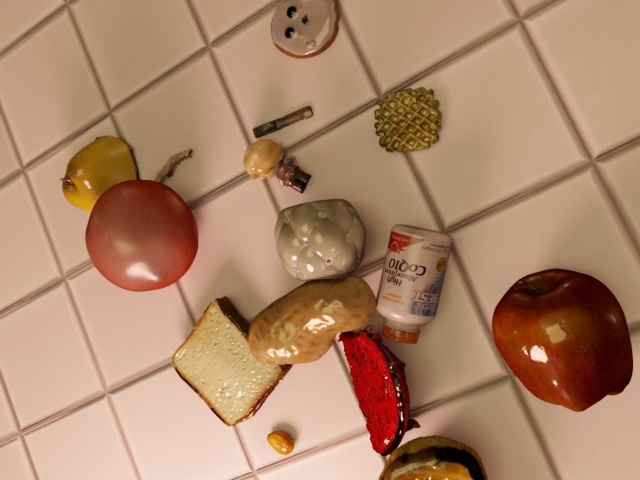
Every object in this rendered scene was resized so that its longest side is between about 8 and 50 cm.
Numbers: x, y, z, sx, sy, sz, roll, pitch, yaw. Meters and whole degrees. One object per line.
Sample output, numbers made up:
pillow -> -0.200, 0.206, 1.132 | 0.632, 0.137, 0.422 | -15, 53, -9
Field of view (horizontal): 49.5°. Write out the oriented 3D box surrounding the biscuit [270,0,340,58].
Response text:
biscuit -> -0.048, -0.600, 1.927 | 0.208, 0.049, 0.180 | -8, 87, 20

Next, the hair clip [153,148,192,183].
hair clip -> -0.474, -0.209, 2.109 | 0.072, 0.034, 0.226 | 47, 105, 16

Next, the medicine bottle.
medicine bottle -> 0.230, 0.112, 1.763 | 0.157, 0.157, 0.288 | 14, 95, 21

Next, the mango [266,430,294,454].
mango -> -0.115, 0.572, 1.966 | 0.089, 0.046, 0.060 | 15, 97, 25

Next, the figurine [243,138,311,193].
figurine -> -0.120, -0.208, 1.943 | 0.196, 0.108, 0.114 | 26, 111, 2

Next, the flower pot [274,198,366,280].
flower pot -> 0.000, 0.000, 1.813 | 0.246, 0.246, 0.195 | -12, 86, 22

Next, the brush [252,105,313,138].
brush -> -0.111, -0.336, 1.965 | 0.190, 0.027, 0.034 | -17, 86, 20

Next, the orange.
orange -> 0.268, 0.654, 1.721 | 0.271, 0.210, 0.368 | 4, 94, -1

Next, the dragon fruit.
dragon fruit -> 0.172, 0.381, 1.788 | 0.100, 0.282, 0.343 | -12, 84, -20

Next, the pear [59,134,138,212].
pear -> -0.700, -0.197, 2.127 | 0.267, 0.178, 0.266 | 1, 93, 18

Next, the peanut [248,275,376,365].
peanut -> -0.027, 0.212, 1.807 | 0.387, 0.169, 0.192 | -32, 82, 24

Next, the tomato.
tomato -> -0.506, -0.002, 1.973 | 0.322, 0.321, 0.321 | 0, 91, 22

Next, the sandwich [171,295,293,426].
sandwich -> -0.261, 0.357, 1.996 | 0.301, 0.099, 0.271 | 43, 109, 13

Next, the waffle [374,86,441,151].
waffle -> 0.228, -0.317, 1.825 | 0.184, 0.036, 0.169 | -5, 86, 20

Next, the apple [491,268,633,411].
apple -> 0.553, 0.215, 1.577 | 0.288, 0.288, 0.316 | -25, 94, 20
